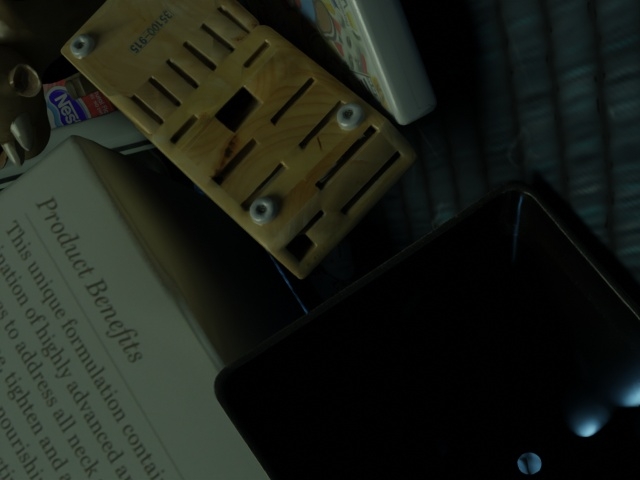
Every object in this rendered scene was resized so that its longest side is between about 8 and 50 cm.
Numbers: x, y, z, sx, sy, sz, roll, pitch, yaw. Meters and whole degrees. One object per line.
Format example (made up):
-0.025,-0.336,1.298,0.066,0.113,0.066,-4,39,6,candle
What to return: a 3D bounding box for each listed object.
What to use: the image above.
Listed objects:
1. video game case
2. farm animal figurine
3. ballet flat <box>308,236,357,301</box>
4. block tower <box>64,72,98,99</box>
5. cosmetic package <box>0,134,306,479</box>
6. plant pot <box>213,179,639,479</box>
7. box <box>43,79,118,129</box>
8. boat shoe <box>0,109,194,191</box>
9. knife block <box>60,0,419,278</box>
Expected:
-0.027,-0.180,0.573,0.227,0.026,0.206,65,169,-22,video game case
-0.225,-0.137,0.767,0.172,0.327,0.330,57,162,-1,farm animal figurine
0.000,0.000,0.796,0.114,0.041,0.041,58,159,8,ballet flat
-0.231,-0.292,0.904,0.091,0.097,0.335,7,124,65,block tower
-0.178,0.194,0.806,0.329,0.394,0.327,56,-173,16,cosmetic package
0.083,0.117,0.563,0.187,0.188,0.167,53,171,24,plant pot
-0.269,-0.114,1.082,0.300,0.154,0.142,60,-179,5,box
-0.266,-0.015,0.936,0.121,0.335,0.119,13,-121,-76,boat shoe
-0.038,-0.058,0.679,0.276,0.088,0.242,42,178,29,knife block
